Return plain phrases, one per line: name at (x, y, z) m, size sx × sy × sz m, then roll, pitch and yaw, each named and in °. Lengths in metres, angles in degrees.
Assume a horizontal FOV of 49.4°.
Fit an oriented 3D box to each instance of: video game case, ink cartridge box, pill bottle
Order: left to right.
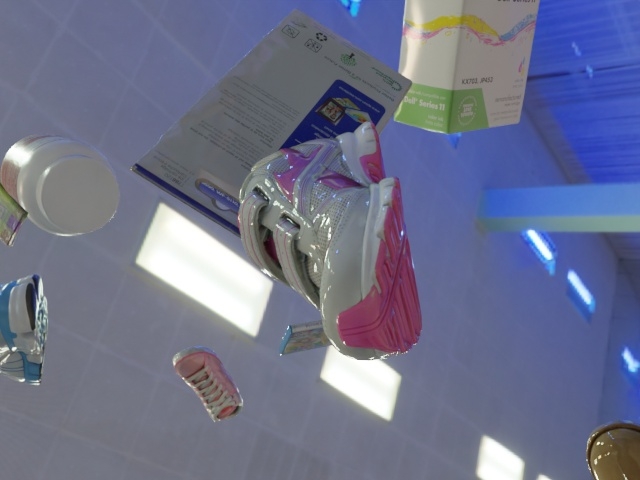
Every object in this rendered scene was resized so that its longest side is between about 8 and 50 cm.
pill bottle at (-0.335, -0.072, 0.900) m, size 0.121 × 0.216 × 0.121 m, roll -8°, pitch -75°, yaw -31°
ink cartridge box at (-0.037, -0.105, 0.705) m, size 0.165 × 0.065 × 0.333 m, roll 33°, pitch -133°, yaw 0°
video game case at (0.023, 0.142, 1.085) m, size 0.166 × 0.119 × 0.015 m, roll -9°, pitch -113°, yaw -16°
ink cartridge box at (0.240, -0.360, 1.093) m, size 0.207 × 0.119 × 0.354 m, roll -16°, pitch -62°, yaw -40°

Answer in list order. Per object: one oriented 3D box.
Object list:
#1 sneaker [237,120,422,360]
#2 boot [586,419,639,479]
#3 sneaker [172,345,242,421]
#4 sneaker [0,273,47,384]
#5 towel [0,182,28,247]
sneaker at (0.000, 0.000, 0.468) m, size 0.252 × 0.111 × 0.103 m, roll -96°, pitch -6°, yaw -67°
boot at (0.304, 0.283, 0.572) m, size 0.236 × 0.089 × 0.269 m, roll 56°, pitch -161°, yaw 14°
sneaker at (-0.140, 0.190, 0.906) m, size 0.051 × 0.070 × 0.134 m, roll -32°, pitch -38°, yaw -1°
sneaker at (-0.264, 0.071, 0.557) m, size 0.082 × 0.191 × 0.071 m, roll 0°, pitch -113°, yaw -18°
towel at (-0.361, -0.032, 0.787) m, size 0.060 × 0.083 × 0.009 m, roll 47°, pitch -136°, yaw -1°
